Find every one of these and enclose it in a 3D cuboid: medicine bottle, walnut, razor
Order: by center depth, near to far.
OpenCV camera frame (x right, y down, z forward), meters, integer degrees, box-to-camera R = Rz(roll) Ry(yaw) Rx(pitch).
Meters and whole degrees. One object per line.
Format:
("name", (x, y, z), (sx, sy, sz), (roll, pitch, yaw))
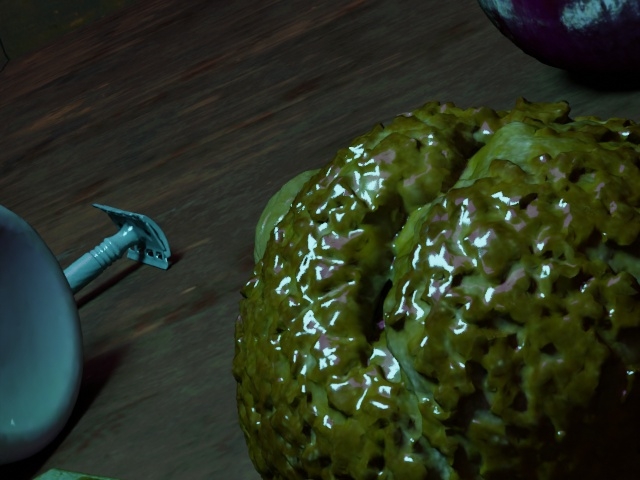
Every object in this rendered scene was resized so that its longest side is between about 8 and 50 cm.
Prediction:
("walnut", (0.000, 0.000, 1.173), (0.105, 0.105, 0.124), (-3, 34, 49))
("medicine bottle", (-0.377, 0.100, 1.214), (0.325, 0.212, 0.212), (-14, 23, 28))
("razor", (-0.257, 0.054, 1.422), (0.232, 0.068, 0.106), (-39, 22, -20))

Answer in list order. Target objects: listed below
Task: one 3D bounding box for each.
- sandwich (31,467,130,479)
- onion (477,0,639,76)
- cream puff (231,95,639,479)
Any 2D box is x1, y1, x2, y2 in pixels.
("sandwich", (-0.174, 0.196, 0.902), (0.244, 0.088, 0.090), (-36, 18, -24))
("onion", (0.248, -0.339, 1.302), (0.347, 0.385, 0.348), (-29, 31, 20))
("cream puff", (0.089, 0.034, 0.805), (0.303, 0.212, 0.303), (-18, 22, 8))
